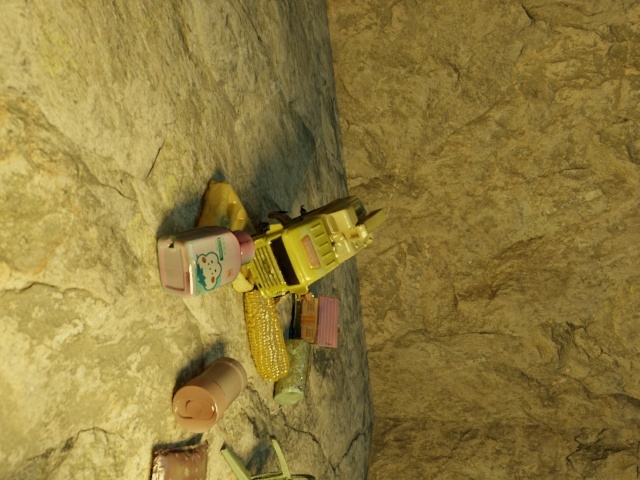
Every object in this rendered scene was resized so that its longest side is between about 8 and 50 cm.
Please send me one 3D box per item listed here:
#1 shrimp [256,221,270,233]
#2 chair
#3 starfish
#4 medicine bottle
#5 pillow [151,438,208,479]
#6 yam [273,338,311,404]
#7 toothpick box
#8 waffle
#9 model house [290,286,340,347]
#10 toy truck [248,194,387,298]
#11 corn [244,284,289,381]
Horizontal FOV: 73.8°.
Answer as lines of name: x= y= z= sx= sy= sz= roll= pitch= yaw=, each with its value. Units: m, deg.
shrimp: x=-0.166 y=-0.020 z=1.331 sx=0.161 sy=0.034 sz=0.091 roll=-51 pitch=137 yaw=-67
chair: x=-0.127 y=0.607 z=1.035 sx=0.190 sy=0.204 sz=0.274 roll=-93 pitch=167 yaw=-54
starfish: x=-0.101 y=0.042 z=1.329 sx=0.312 sy=0.113 sz=0.303 roll=-65 pitch=158 yaw=-58
medicine bottle: x=-0.224 y=0.032 z=0.863 sx=0.188 sy=0.095 sz=0.119 roll=-21 pitch=113 yaw=-55
pillow: x=-0.266 y=0.453 z=0.821 sx=0.185 sy=0.043 sz=0.118 roll=48 pitch=44 yaw=-68
yam: x=-0.092 y=0.430 z=1.389 sx=0.107 sy=0.108 sz=0.194 roll=68 pitch=24 yaw=-52
toothpick box: x=-0.226 y=0.317 z=0.892 sx=0.149 sy=0.099 sz=0.098 roll=-26 pitch=112 yaw=-75
waffle: x=-0.219 y=-0.005 z=1.069 sx=0.274 sy=0.057 sz=0.167 roll=69 pitch=22 yaw=-49
model house: x=-0.013 y=0.308 z=1.631 sx=0.207 sy=0.154 sz=0.293 roll=53 pitch=37 yaw=-68
toy truck: x=0.000 y=0.000 z=1.138 sx=0.405 sy=0.254 sz=0.180 roll=-29 pitch=96 yaw=-52
corn: x=-0.153 y=0.271 z=1.193 sx=0.101 sy=0.102 sz=0.310 roll=-58 pitch=140 yaw=-66
